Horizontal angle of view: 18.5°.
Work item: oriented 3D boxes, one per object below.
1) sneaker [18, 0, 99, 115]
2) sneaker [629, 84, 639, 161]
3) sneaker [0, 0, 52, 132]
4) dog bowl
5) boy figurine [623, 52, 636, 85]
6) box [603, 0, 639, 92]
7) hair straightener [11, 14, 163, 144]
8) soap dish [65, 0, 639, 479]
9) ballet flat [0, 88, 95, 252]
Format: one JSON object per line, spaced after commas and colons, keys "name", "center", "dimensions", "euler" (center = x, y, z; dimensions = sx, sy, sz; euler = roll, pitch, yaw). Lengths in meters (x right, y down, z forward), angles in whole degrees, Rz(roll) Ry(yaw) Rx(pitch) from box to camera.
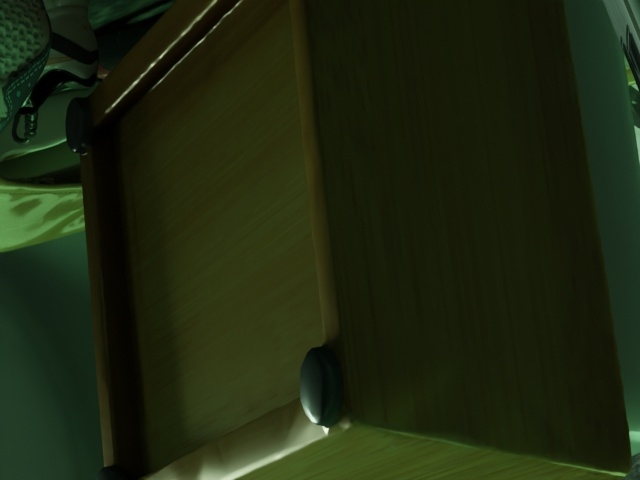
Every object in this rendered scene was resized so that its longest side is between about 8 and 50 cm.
{"name": "sneaker", "center": [-0.143, -0.069, 0.826], "dimensions": [0.109, 0.044, 0.040], "euler": [-21, 175, 7]}
{"name": "sneaker", "center": [0.255, -0.064, 1.153], "dimensions": [0.447, 0.169, 0.257], "euler": [27, 161, -30]}
{"name": "sneaker", "center": [-0.127, -0.078, 0.542], "dimensions": [0.122, 0.110, 0.283], "euler": [-27, 172, 15]}
{"name": "dog bowl", "center": [-0.170, 0.095, 1.089], "dimensions": [0.104, 0.265, 0.265], "euler": [-23, 173, 25]}
{"name": "boy figurine", "center": [0.124, -0.140, 0.736], "dimensions": [0.092, 0.177, 0.285], "euler": [27, 168, -24]}
{"name": "box", "center": [0.133, -0.095, 0.426], "dimensions": [0.169, 0.290, 0.087], "euler": [-23, 173, 4]}
{"name": "hair straightener", "center": [-0.040, -0.092, 0.935], "dimensions": [0.230, 0.047, 0.089], "euler": [-22, 173, 8]}
{"name": "soap dish", "center": [0.000, 0.000, 0.735], "dimensions": [0.118, 0.229, 0.291], "euler": [0, 164, -24]}
{"name": "ballet flat", "center": [-0.089, -0.052, 1.015], "dimensions": [0.232, 0.080, 0.073], "euler": [-21, 144, -27]}
